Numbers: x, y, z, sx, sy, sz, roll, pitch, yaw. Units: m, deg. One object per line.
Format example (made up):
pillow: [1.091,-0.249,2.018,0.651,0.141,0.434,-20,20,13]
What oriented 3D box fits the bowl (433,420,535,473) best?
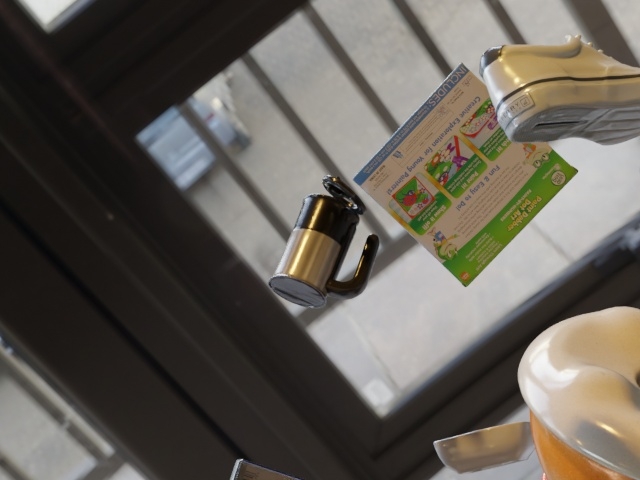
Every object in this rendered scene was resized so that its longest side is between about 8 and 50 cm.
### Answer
bowl: [0.242,0.298,1.910,0.142,0.142,0.053,-17,77,15]

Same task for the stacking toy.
stacking toy: [0.348,0.342,1.418,0.351,0.480,0.350,7,22,-3]

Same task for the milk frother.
milk frother: [0.000,0.000,1.766,0.129,0.143,0.134,6,61,30]

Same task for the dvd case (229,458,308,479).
dvd case: [-0.007,0.360,1.462,0.029,0.239,0.179,156,133,-73]

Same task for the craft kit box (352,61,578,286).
craft kit box: [0.222,-0.101,2.063,0.250,0.246,0.061,-46,-4,7]

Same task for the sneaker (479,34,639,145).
sneaker: [0.249,-0.146,1.229,0.094,0.258,0.091,-37,67,40]
